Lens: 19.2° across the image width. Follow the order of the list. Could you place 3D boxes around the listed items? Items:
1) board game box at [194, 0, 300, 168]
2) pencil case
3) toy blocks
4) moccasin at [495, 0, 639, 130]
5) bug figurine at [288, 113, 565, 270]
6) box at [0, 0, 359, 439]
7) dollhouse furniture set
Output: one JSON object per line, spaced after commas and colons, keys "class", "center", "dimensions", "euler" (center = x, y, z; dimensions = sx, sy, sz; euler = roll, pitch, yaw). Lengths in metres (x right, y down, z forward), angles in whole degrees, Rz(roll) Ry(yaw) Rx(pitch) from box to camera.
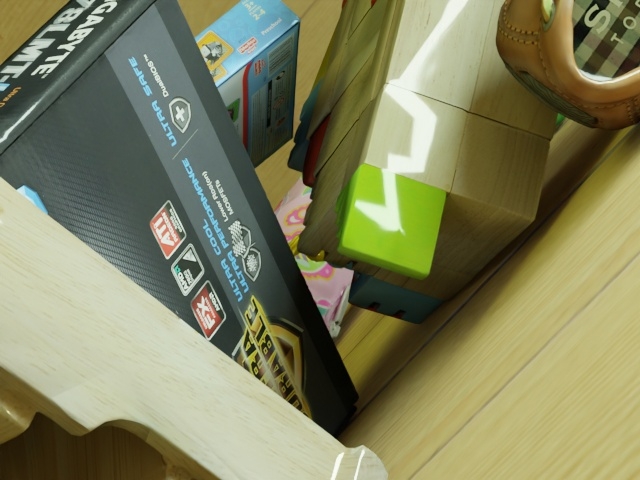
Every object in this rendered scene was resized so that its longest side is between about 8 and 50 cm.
{"class": "board game box", "center": [-0.102, -0.043, 1.146], "dimensions": [0.211, 0.039, 0.160], "euler": [-41, -15, -17]}
{"class": "pencil case", "center": [0.010, -0.004, 1.615], "dimensions": [0.284, 0.124, 0.124], "euler": [-53, 4, -37]}
{"class": "toy blocks", "center": [0.065, -0.110, 1.142], "dimensions": [0.261, 0.190, 0.381], "euler": [128, 158, -65]}
{"class": "moccasin", "center": [0.216, -0.226, 0.911], "dimensions": [0.380, 0.139, 0.147], "euler": [-50, 3, -1]}
{"class": "bug figurine", "center": [0.096, -0.060, 1.358], "dimensions": [0.279, 0.072, 0.216], "euler": [-45, 9, 0]}
{"class": "box", "center": [-0.117, 0.064, 0.969], "dimensions": [0.073, 0.295, 0.293], "euler": [-4, 33, 33]}
{"class": "dollhouse furniture set", "center": [-0.163, 0.189, 0.637], "dimensions": [0.362, 0.256, 0.394], "euler": [-28, 33, 40]}
